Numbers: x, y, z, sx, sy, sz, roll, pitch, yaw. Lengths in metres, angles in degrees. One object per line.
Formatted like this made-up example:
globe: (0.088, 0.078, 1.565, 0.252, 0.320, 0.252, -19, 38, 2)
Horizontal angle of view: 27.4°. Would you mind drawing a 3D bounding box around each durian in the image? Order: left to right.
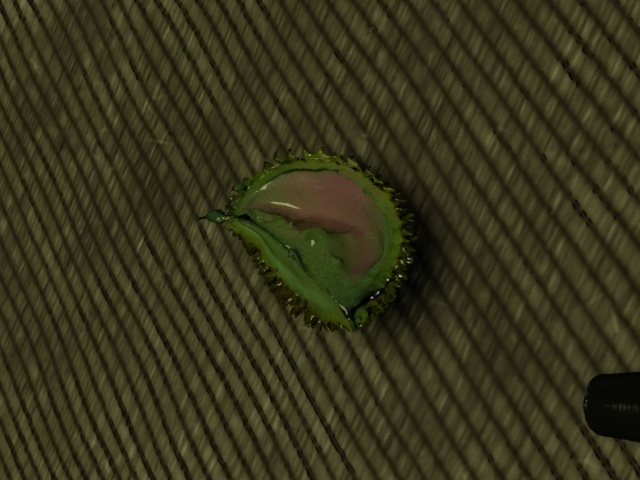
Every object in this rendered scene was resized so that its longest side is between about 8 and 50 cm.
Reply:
durian: (0.005, 0.003, 1.131, 0.137, 0.095, 0.220, -40, 52, -16)

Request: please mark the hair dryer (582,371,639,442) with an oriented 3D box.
hair dryer: (0.285, 0.210, 0.897, 0.235, 0.091, 0.272, -4, 84, 46)
